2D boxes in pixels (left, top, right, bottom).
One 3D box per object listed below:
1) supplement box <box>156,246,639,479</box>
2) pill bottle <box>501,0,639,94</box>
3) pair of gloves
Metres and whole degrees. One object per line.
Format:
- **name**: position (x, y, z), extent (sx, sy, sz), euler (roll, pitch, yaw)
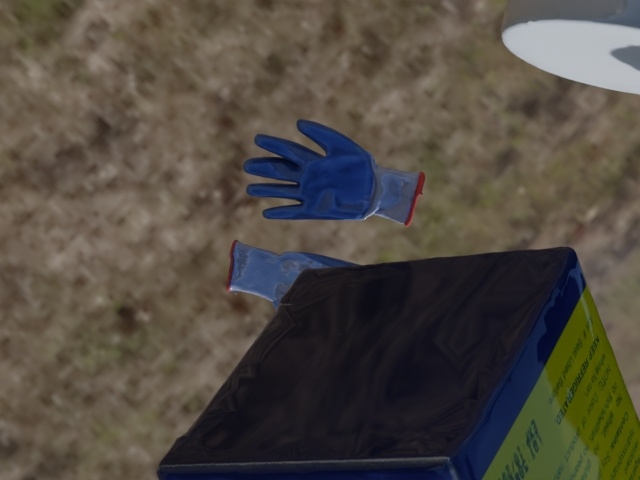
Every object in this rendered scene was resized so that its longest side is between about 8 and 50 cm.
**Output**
- **supplement box**: position (0.090, 0.208, 1.094), extent (0.194, 0.195, 0.356), euler (-53, 127, -46)
- **pill bottle**: position (0.272, -0.324, 1.431), extent (0.224, 0.224, 0.392), euler (29, 73, -63)
- **pair of gloves**: position (0.000, 0.000, 1.586), extent (0.023, 0.159, 0.198), euler (-41, 145, -71)
